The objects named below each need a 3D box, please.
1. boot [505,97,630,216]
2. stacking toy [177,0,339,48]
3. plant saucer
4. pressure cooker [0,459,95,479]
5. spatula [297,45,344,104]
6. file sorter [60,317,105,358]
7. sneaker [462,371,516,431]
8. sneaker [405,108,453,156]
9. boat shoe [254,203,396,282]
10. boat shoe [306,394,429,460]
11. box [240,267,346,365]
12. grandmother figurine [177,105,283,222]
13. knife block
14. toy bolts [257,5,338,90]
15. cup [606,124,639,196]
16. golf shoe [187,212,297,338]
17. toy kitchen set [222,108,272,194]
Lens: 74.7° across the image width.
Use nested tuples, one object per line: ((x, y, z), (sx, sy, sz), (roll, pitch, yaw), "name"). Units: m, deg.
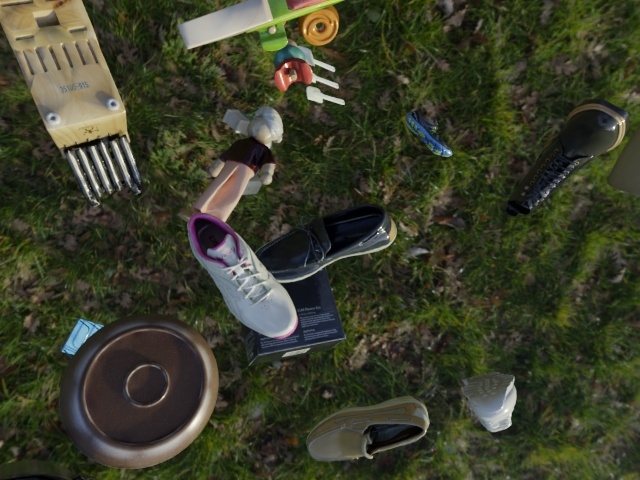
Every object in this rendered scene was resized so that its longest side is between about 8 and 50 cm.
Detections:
((0.348, -0.104, 0.611), (0.137, 0.077, 0.198), (-50, 163, -1), "boot")
((0.005, -0.307, 0.410), (0.279, 0.309, 0.130), (-7, 118, 21), "stacking toy")
((-0.363, 0.301, 0.872), (0.310, 0.050, 0.311), (11, 64, -24), "plant saucer")
((-0.605, 0.644, 0.802), (0.370, 0.420, 0.375), (28, 59, -23), "pressure cooker")
((0.006, -0.524, 1.358), (0.242, 0.019, 0.168), (-16, 90, -57), "spatula")
((-0.761, 0.359, 1.440), (0.170, 0.104, 0.118), (37, 72, -45), "file sorter")
((0.309, 0.293, 0.746), (0.090, 0.235, 0.095), (-17, 74, 15), "sneaker")
((0.355, -0.342, 1.327), (0.078, 0.067, 0.188), (-44, 89, -7), "sneaker")
((0.000, 0.000, 1.370), (0.500, 0.187, 0.156), (-17, 150, 5), "boat shoe")
((0.061, 0.277, 0.596), (0.190, 0.072, 0.068), (-28, 95, 13), "boat shoe")
((-0.123, 0.276, 1.604), (0.343, 0.179, 0.312), (-4, 64, -24), "box")
((-0.190, -0.176, 1.000), (0.342, 0.208, 0.104), (-62, 153, -16), "grandmother figurine")
((-0.334, -0.191, 0.575), (0.088, 0.242, 0.276), (-23, 98, -24), "knife block")
((-0.068, -0.534, 1.084), (0.218, 0.158, 0.228), (-12, 146, -2), "toy bolts")
((0.798, -0.204, 0.835), (0.331, 0.331, 0.237), (-6, 113, -23), "cup")
((-0.162, 0.067, 0.820), (0.115, 0.140, 0.306), (-42, 80, -14), "golf shoe")
((-0.243, -0.273, 1.305), (0.207, 0.166, 0.122), (-56, 161, 23), "toy kitchen set")
